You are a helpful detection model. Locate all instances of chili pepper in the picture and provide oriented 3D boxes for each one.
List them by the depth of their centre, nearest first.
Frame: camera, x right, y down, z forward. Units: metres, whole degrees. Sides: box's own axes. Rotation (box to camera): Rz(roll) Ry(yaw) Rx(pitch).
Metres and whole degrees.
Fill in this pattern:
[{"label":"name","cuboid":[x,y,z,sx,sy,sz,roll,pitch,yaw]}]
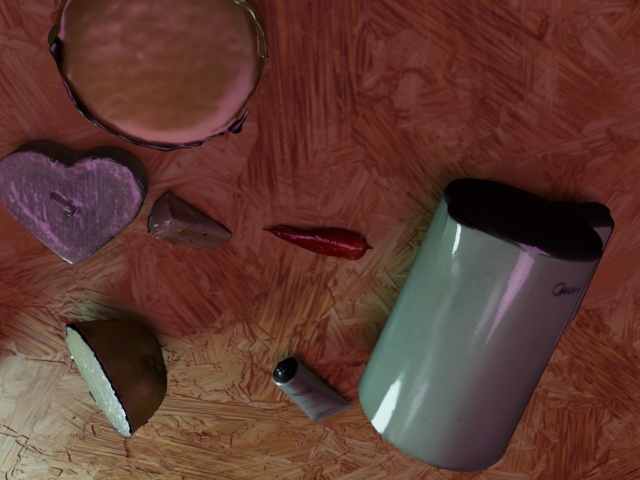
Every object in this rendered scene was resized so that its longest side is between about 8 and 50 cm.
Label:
[{"label":"chili pepper","cuboid":[0.000,0.000,0.879,0.178,0.027,0.045,14,120,-12]}]

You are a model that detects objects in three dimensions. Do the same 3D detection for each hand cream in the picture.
[{"label":"hand cream","cuboid":[-0.023,0.270,1.032,0.087,0.054,0.186,-28,127,16]}]

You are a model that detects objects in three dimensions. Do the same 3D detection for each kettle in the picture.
[{"label":"kettle","cuboid":[0.274,0.115,0.880,0.361,0.250,0.376,-1,121,-30]}]

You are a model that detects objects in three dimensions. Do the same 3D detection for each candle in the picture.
[{"label":"candle","cuboid":[-0.334,-0.051,0.788,0.193,0.068,0.168,7,117,-8]}]

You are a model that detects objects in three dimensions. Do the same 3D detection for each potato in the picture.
[{"label":"potato","cuboid":[-0.308,0.196,0.912,0.117,0.182,0.202,-29,106,-32]}]

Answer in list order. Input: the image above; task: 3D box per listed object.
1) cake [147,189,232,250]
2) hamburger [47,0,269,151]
[{"label":"cake","cuboid":[-0.188,-0.013,0.836,0.121,0.065,0.052,34,115,-31]},{"label":"hamburger","cuboid":[-0.180,-0.230,0.649,0.237,0.148,0.237,-8,128,-10]}]
